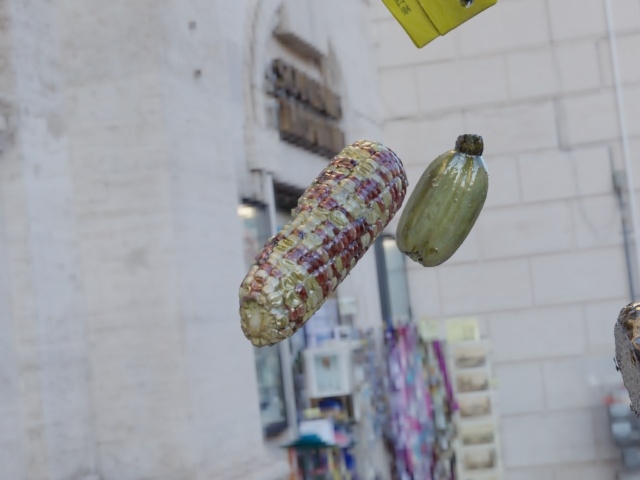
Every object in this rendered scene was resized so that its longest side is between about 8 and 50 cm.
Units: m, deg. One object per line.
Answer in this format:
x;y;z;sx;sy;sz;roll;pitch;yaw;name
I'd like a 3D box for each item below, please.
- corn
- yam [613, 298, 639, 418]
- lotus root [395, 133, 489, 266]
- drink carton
0.000;0.000;1.363;0.098;0.098;0.290;-10;31;45;corn
0.245;0.058;0.750;0.141;0.079;0.079;-16;-5;7;yam
0.161;-0.053;1.632;0.090;0.183;0.077;26;10;5;lotus root
0.097;-0.374;1.459;0.111;0.154;0.351;-29;31;18;drink carton
